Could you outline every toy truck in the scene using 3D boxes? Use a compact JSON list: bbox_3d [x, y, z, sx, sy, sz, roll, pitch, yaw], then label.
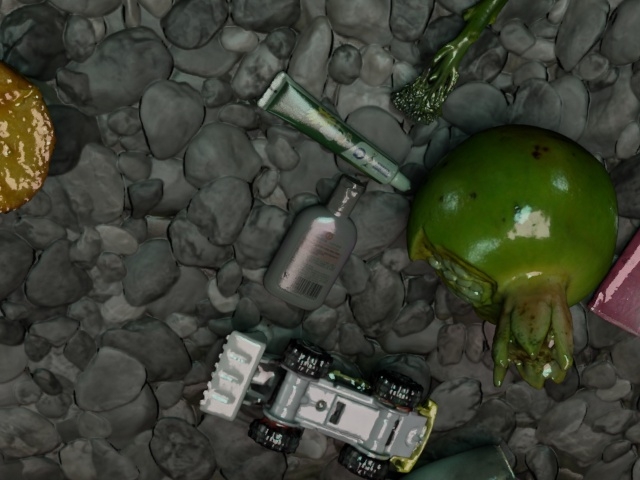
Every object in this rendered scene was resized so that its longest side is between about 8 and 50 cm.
[{"bbox_3d":[0.000,0.193,1.301,0.286,0.111,0.136,22,96,-13],"label":"toy truck"}]

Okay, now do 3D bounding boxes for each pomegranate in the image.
[{"bbox_3d":[0.220,0.015,1.170,0.236,0.302,0.236,-4,137,-4],"label":"pomegranate"}]

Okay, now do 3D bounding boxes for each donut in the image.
[{"bbox_3d":[-0.374,-0.120,1.158,0.190,0.074,0.174,9,110,-6],"label":"donut"}]

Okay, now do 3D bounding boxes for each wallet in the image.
[{"bbox_3d":[0.439,0.016,1.340,0.119,0.025,0.232,28,104,-17],"label":"wallet"}]

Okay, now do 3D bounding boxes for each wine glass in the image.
[{"bbox_3d":[0.153,0.338,1.373,0.204,0.111,0.111,-25,111,6],"label":"wine glass"}]

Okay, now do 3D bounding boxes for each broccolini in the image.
[{"bbox_3d":[0.167,-0.220,1.209,0.058,0.067,0.216,39,92,-22],"label":"broccolini"}]

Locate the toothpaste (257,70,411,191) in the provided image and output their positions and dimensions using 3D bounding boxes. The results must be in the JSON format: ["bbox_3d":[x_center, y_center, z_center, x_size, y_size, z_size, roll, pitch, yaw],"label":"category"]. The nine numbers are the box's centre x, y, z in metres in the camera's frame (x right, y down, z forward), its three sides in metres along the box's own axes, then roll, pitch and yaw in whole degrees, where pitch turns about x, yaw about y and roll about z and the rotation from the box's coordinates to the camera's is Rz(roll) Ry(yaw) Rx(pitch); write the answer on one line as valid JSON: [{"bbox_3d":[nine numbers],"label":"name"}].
[{"bbox_3d":[0.023,-0.116,1.234,0.204,0.031,0.049,34,101,-16],"label":"toothpaste"}]

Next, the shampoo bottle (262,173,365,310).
[{"bbox_3d":[0.000,0.000,1.267,0.080,0.040,0.165,25,104,-14],"label":"shampoo bottle"}]
